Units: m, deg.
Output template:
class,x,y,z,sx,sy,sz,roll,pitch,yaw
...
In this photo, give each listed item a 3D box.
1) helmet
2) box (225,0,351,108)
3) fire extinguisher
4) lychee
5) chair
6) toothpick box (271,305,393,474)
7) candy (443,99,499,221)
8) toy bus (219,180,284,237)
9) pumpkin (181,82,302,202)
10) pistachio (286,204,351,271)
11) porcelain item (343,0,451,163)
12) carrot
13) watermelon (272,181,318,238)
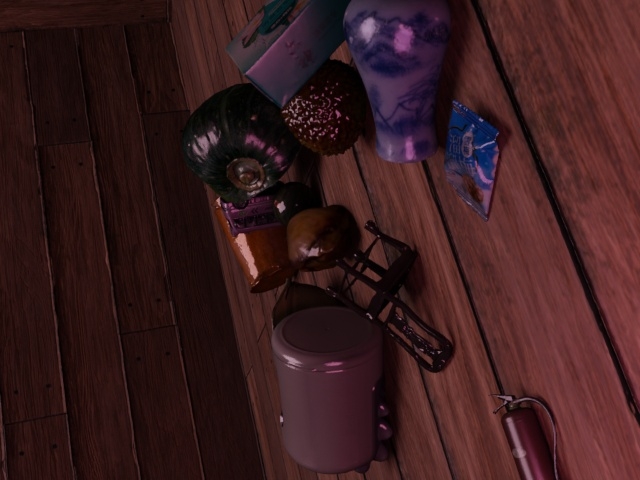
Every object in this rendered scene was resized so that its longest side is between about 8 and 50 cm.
class,x,y,z,sx,sy,sz,roll,pitch,yaw
helmet,-0.012,0.183,1.512,0.257,0.137,0.204,-69,-25,-72
box,-0.030,-0.350,1.141,0.245,0.092,0.153,-47,33,9
fire extinguisher,0.252,0.246,0.830,0.078,0.045,0.157,-36,59,41
lychee,0.009,-0.229,1.227,0.171,0.171,0.171,171,90,-74
chair,0.129,0.092,1.124,0.229,0.113,0.106,36,148,13
toothpick box,0.031,0.307,1.361,0.229,0.229,0.316,-131,34,-62
candy,0.187,-0.098,0.881,0.088,0.038,0.136,47,152,41
toy bus,-0.141,-0.080,1.737,0.096,0.199,0.108,-138,38,-67
pumpkin,-0.192,-0.246,1.604,0.293,0.197,0.263,-25,37,38
pistachio,0.000,0.000,1.440,0.165,0.131,0.210,-58,16,-5
porcelain item,0.105,-0.235,0.931,0.141,0.141,0.259,-124,20,-56
carrot,-0.163,-0.008,1.901,0.196,0.196,0.254,113,138,-62
watermelon,-0.059,-0.067,1.611,0.105,0.105,0.133,168,113,-74
